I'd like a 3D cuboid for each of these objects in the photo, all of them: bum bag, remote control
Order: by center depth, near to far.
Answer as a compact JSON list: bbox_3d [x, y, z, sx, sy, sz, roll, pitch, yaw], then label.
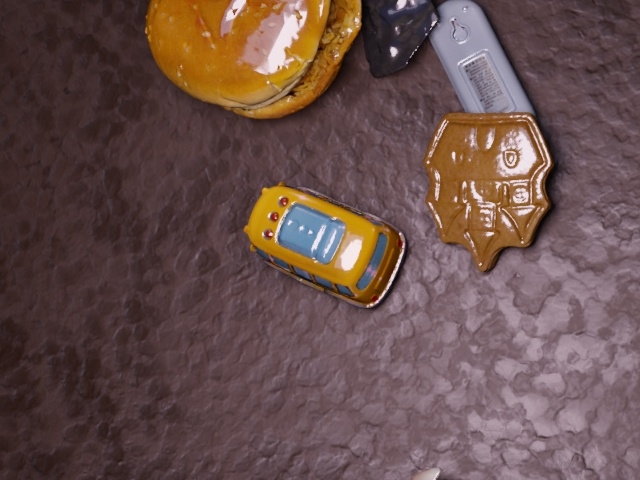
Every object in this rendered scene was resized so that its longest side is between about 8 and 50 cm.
[{"bbox_3d":[0.222,-0.229,1.718,0.087,0.047,0.244,-29,72,15],"label":"remote control"},{"bbox_3d":[0.085,-0.385,1.773,0.137,0.074,0.310,-28,71,33],"label":"bum bag"}]

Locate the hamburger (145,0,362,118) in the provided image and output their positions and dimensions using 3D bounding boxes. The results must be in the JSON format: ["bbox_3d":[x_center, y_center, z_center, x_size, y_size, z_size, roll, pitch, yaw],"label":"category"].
[{"bbox_3d":[-0.105,-0.328,1.758,0.314,0.170,0.290,22,92,30],"label":"hamburger"}]

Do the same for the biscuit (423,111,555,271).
[{"bbox_3d":[0.223,-0.064,1.667,0.182,0.034,0.215,2,95,28],"label":"biscuit"}]

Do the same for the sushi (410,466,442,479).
[{"bbox_3d":[0.054,0.393,1.634,0.273,0.109,0.134,-39,66,-8],"label":"sushi"}]

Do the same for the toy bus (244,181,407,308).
[{"bbox_3d":[0.000,0.000,1.696,0.209,0.136,0.126,24,87,21],"label":"toy bus"}]
